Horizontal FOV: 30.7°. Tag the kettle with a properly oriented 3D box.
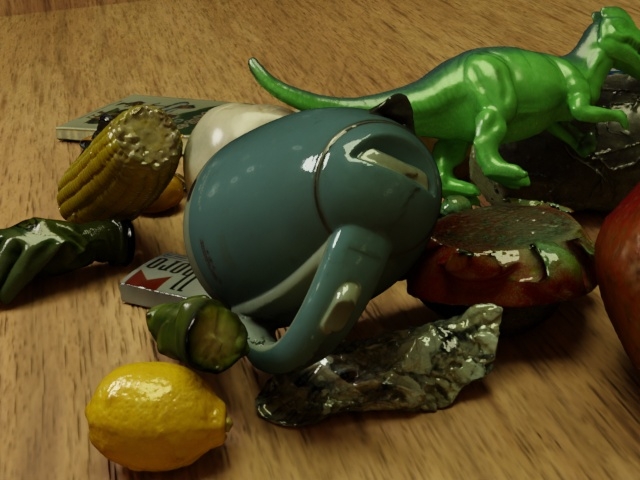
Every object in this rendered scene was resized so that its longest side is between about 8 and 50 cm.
[{"bbox_3d":[0.000,0.000,1.289,0.247,0.319,0.342,22,-14,-19],"label":"kettle"}]

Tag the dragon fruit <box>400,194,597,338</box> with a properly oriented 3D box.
[{"bbox_3d":[0.217,0.029,1.426,0.269,0.130,0.295,-9,17,-8],"label":"dragon fruit"}]

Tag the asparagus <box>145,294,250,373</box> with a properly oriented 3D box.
[{"bbox_3d":[-0.144,0.103,1.307,0.085,0.082,0.343,-20,2,-14],"label":"asparagus"}]

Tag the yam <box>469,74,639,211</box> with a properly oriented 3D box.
[{"bbox_3d":[0.360,-0.136,1.728,0.272,0.202,0.201,5,64,5],"label":"yam"}]

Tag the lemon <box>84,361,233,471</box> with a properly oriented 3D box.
[{"bbox_3d":[-0.166,0.181,1.189,0.155,0.114,0.114,5,24,11],"label":"lemon"}]

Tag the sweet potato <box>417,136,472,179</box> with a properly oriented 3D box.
[{"bbox_3d":[0.148,-0.154,1.900,0.423,0.130,0.130,-2,23,-4],"label":"sweet potato"}]

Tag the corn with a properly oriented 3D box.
[{"bbox_3d":[-0.288,-0.095,1.676,0.131,0.131,0.344,-17,-5,-27],"label":"corn"}]

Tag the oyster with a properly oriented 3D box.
[{"bbox_3d":[0.062,0.148,1.292,0.252,0.087,0.199,-5,19,32],"label":"oyster"}]

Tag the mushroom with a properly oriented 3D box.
[{"bbox_3d":[-0.052,-0.095,1.614,0.254,0.260,0.234,-1,42,49],"label":"mushroom"}]

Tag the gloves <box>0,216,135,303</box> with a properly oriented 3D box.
[{"bbox_3d":[-0.391,0.020,1.628,0.268,0.107,0.135,-19,-4,-26],"label":"gloves"}]

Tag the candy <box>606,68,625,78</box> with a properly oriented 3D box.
[{"bbox_3d":[0.573,-0.323,2.295,0.088,0.061,0.312,-2,23,12],"label":"candy"}]

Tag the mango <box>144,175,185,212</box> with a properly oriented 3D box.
[{"bbox_3d":[-0.273,-0.080,1.880,0.114,0.060,0.080,0,20,21],"label":"mango"}]

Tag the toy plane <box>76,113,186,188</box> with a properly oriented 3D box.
[{"bbox_3d":[-0.358,-0.150,2.006,0.316,0.204,0.103,1,58,51],"label":"toy plane"}]

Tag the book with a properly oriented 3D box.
[{"bbox_3d":[-0.293,-0.232,2.268,0.371,0.043,0.260,8,25,27],"label":"book"}]

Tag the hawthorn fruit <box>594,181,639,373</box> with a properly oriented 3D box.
[{"bbox_3d":[0.418,0.022,1.241,0.285,0.284,0.369,-8,21,-9],"label":"hawthorn fruit"}]

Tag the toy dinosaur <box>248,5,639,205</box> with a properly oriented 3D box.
[{"bbox_3d":[0.199,-0.253,1.576,0.500,0.144,0.374,29,70,-4],"label":"toy dinosaur"}]

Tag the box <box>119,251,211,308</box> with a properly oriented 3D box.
[{"bbox_3d":[-0.166,0.061,1.563,0.178,0.035,0.115,10,28,30],"label":"box"}]
